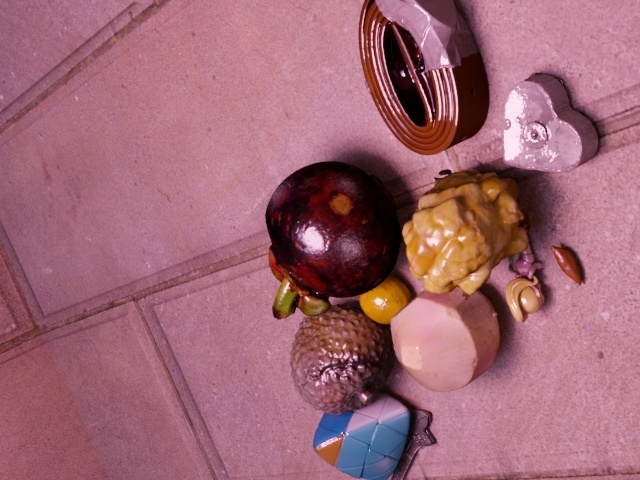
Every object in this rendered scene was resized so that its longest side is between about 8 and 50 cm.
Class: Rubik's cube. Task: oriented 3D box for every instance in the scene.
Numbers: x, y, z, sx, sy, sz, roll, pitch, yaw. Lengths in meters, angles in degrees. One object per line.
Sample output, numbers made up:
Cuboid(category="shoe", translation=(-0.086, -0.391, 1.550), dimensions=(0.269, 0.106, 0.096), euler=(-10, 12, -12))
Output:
Cuboid(category="Rubik's cube", translation=(0.100, 0.453, 2.203), dimensions=(0.254, 0.254, 0.255), euler=(21, 123, 36))

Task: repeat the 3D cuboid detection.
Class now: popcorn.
Cuboid(category="popcorn", translation=(0.274, -0.023, 1.776), dimensions=(0.215, 0.286, 0.252), euler=(45, 118, -4))

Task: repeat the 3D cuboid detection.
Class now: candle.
Cuboid(category="candle", translation=(0.403, -0.198, 1.716), dimensions=(0.192, 0.068, 0.168), euler=(55, 138, 13))

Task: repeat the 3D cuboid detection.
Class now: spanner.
Cuboid(category="spanner", translation=(0.211, 0.525, 2.284), dimensions=(0.093, 0.026, 0.326), euler=(40, 133, 24))

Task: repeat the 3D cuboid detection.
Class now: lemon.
Cuboid(category="lemon", translation=(0.143, 0.130, 2.095), dimensions=(0.133, 0.109, 0.109), euler=(38, 132, 31))

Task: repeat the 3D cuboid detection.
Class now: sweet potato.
Cuboid(category="sweet potato", translation=(0.475, 0.045, 1.793), dimensions=(0.095, 0.034, 0.034), euler=(53, 137, -6))

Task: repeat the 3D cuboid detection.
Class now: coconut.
Cuboid(category="coconut", translation=(0.258, 0.200, 1.935), dimensions=(0.197, 0.236, 0.237), euler=(5, 113, 41))

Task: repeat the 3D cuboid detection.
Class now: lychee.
Cuboid(category="lychee", translation=(0.045, 0.269, 2.155), dimensions=(0.274, 0.255, 0.255), euler=(57, 139, 30))

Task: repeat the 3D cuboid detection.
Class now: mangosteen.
Cuboid(category="mangosteen", translation=(0.000, 0.000, 1.992), dimensions=(0.306, 0.359, 0.306), euler=(53, 180, 0))

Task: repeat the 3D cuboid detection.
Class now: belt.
Cuboid(category="belt", translation=(0.194, -0.338, 1.807), dimensions=(0.217, 0.122, 0.339), euler=(-11, 102, 47))

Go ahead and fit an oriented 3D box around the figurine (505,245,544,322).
Cuboid(category="figurine", translation=(0.396, 0.067, 1.854), dimensions=(0.083, 0.083, 0.188), euler=(-3, 98, 44))
